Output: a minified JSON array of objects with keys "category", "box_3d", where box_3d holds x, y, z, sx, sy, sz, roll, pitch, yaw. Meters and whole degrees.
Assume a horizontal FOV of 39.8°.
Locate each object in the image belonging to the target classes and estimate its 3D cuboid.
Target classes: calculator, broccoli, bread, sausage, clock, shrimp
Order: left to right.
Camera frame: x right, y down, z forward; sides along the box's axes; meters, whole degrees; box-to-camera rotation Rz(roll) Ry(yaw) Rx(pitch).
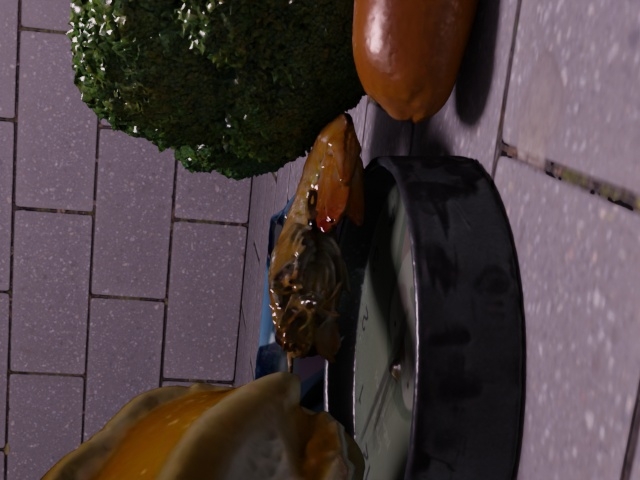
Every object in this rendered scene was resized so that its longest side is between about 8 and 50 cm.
[{"category":"bread","box_3d":[-0.100,0.271,0.576,0.341,0.210,0.300,98,-172,-49]},{"category":"broccoli","box_3d":[-0.064,-0.241,0.762,0.413,0.321,0.309,56,-166,-45]},{"category":"calculator","box_3d":[-0.005,0.068,0.880,0.173,0.051,0.292,-27,-52,-60]},{"category":"shrimp","box_3d":[0.000,0.000,0.661,0.248,0.068,0.150,-88,10,-50]},{"category":"clock","box_3d":[0.059,0.094,0.651,0.319,0.066,0.318,-177,90,-81]},{"category":"sausage","box_3d":[0.072,-0.201,0.625,0.098,0.098,0.238,-166,81,-81]}]
